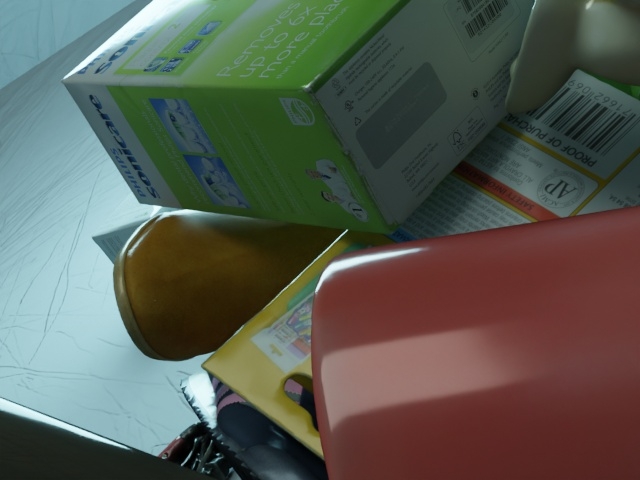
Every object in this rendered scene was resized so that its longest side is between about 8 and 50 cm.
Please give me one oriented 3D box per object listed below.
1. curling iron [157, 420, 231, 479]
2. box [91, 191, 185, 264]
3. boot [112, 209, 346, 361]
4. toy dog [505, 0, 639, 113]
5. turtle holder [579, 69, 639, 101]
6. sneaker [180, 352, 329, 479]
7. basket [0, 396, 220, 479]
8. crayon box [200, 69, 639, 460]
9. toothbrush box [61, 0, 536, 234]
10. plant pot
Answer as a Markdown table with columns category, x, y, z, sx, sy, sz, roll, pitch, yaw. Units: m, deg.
| category | x | y | z | sx | sy | sz | roll | pitch | yaw |
| --- | --- | --- | --- | --- | --- | --- | --- | --- | --- |
| curling iron | -0.168 | 0.232 | 1.398 | 0.274 | 0.035 | 0.068 | -42 | 21 | -14 |
| box | -0.138 | -0.001 | 1.759 | 0.102 | 0.101 | 0.087 | -13 | 30 | 47 |
| boot | 0.001 | 0.001 | 1.324 | 0.211 | 0.104 | 0.295 | -16 | 3 | 24 |
| toy dog | 0.345 | -0.191 | 1.038 | 0.395 | 0.408 | 0.285 | 93 | -167 | -75 |
| turtle holder | 0.173 | -0.178 | 1.422 | 0.320 | 0.243 | 0.227 | -46 | 0 | 37 |
| sneaker | -0.006 | 0.118 | 1.277 | 0.131 | 0.112 | 0.319 | -37 | 21 | -4 |
| basket | -0.161 | 0.200 | 1.157 | 0.154 | 0.227 | 0.204 | 84 | -162 | -81 |
| crayon box | 0.112 | 0.041 | 1.178 | 0.323 | 0.083 | 0.203 | -42 | 51 | -18 |
| toothbrush box | -0.007 | -0.121 | 1.269 | 0.206 | 0.122 | 0.283 | -45 | 29 | -26 |
| plant pot | 0.157 | 0.100 | 0.873 | 0.243 | 0.275 | 0.275 | -18 | 25 | 15 |
